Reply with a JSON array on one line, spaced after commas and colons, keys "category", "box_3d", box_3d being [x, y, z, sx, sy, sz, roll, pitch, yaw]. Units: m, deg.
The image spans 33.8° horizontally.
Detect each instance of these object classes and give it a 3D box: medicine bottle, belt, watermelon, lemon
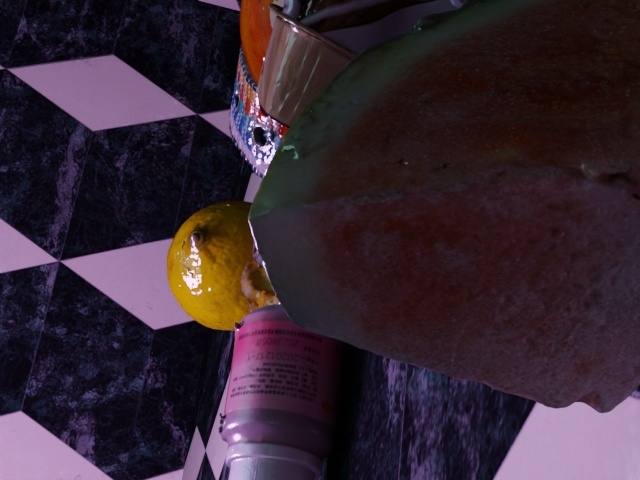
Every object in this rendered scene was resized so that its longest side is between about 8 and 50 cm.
[{"category": "medicine bottle", "box_3d": [-0.048, 0.211, 1.287, 0.147, 0.147, 0.247, 121, 159, -61]}, {"category": "belt", "box_3d": [-0.019, -0.197, 1.447, 0.295, 0.207, 0.160, -88, 12, -56]}, {"category": "watermelon", "box_3d": [0.122, -0.044, 0.578, 0.310, 0.232, 0.193, -26, -34, -40]}, {"category": "lemon", "box_3d": [-0.152, 0.044, 1.827, 0.253, 0.229, 0.228, 140, 142, -83]}]

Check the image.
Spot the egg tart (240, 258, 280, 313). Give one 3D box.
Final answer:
[{"category": "egg tart", "box_3d": [-0.038, 0.052, 1.507, 0.297, 0.132, 0.297, -166, 90, -74]}]

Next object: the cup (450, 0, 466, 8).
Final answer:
[{"category": "cup", "box_3d": [0.146, -0.213, 0.822, 0.074, 0.116, 0.104, -95, 13, -65]}]

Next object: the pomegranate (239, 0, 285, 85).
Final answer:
[{"category": "pomegranate", "box_3d": [0.030, -0.261, 1.125, 0.252, 0.229, 0.270, -176, 86, -73]}]

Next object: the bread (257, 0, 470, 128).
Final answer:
[{"category": "bread", "box_3d": [0.063, -0.166, 0.924, 0.211, 0.224, 0.142, -61, 19, 9]}]

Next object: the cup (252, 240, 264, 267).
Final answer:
[{"category": "cup", "box_3d": [0.000, 0.000, 1.254, 0.199, 0.150, 0.199, -167, 90, -81]}]
